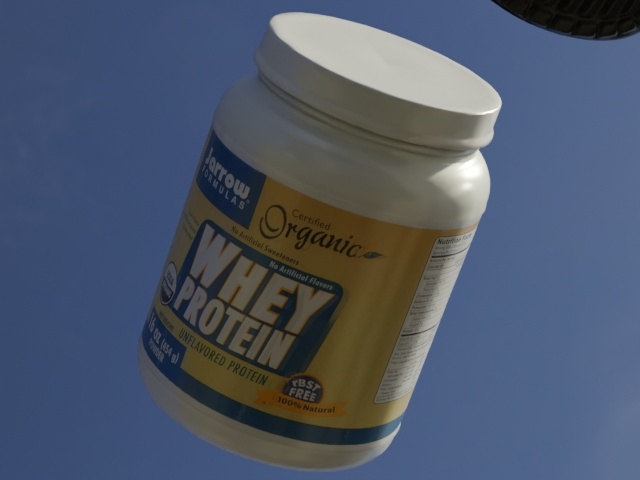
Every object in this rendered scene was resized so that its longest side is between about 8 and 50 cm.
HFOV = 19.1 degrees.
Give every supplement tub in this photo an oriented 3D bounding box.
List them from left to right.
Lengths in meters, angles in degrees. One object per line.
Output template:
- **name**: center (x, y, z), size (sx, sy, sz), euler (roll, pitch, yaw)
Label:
- **supplement tub**: center (0.000, 0.000, 0.960), size (0.144, 0.144, 0.199), euler (5, -66, -36)

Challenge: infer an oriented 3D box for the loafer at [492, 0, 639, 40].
- **loafer**: center (0.058, -0.162, 0.766), size (0.220, 0.078, 0.080), euler (32, -66, -17)
